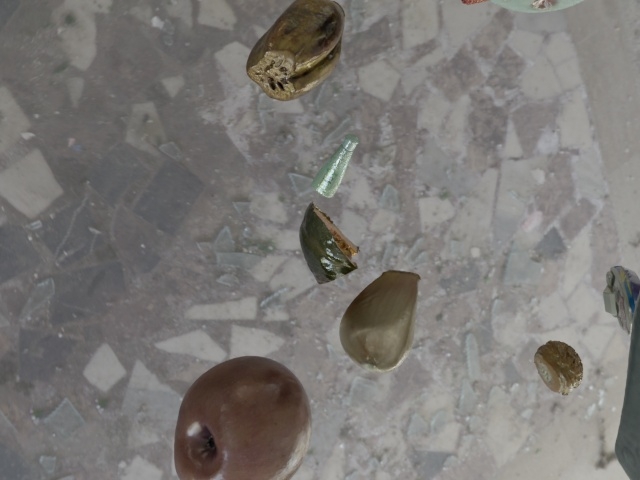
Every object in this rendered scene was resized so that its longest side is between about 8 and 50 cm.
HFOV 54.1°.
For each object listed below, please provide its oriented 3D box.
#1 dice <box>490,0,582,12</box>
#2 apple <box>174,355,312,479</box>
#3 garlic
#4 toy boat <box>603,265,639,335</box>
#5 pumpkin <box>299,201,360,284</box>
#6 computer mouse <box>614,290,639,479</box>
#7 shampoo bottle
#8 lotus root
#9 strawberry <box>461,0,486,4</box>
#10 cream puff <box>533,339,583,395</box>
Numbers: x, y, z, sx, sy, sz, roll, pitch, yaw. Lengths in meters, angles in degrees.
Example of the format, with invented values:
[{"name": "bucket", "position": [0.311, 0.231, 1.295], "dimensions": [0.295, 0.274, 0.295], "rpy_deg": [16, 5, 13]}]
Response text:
[{"name": "dice", "position": [0.520, -0.707, 1.455], "dimensions": [0.267, 0.262, 0.265], "rpy_deg": [5, 83, -20]}, {"name": "apple", "position": [-0.166, 0.388, 1.292], "dimensions": [0.235, 0.305, 0.306], "rpy_deg": [6, 98, -52]}, {"name": "garlic", "position": [0.124, 0.162, 1.261], "dimensions": [0.112, 0.143, 0.318], "rpy_deg": [65, 30, -30]}, {"name": "toy boat", "position": [0.692, 0.144, 1.418], "dimensions": [0.295, 0.088, 0.129], "rpy_deg": [-26, 108, -68]}, {"name": "pumpkin", "position": [-0.003, 0.002, 1.377], "dimensions": [0.111, 0.278, 0.163], "rpy_deg": [-33, 94, 9]}, {"name": "computer mouse", "position": [0.375, 0.156, 0.566], "dimensions": [0.121, 0.188, 0.371], "rpy_deg": [-12, 123, -12]}, {"name": "shampoo bottle", "position": [0.044, -0.197, 1.644], "dimensions": [0.069, 0.191, 0.041], "rpy_deg": [37, 39, 5]}, {"name": "lotus root", "position": [-0.037, -0.442, 1.438], "dimensions": [0.193, 0.193, 0.291], "rpy_deg": [52, 52, -26]}, {"name": "strawberry", "position": [0.337, -0.539, 1.344], "dimensions": [0.083, 0.073, 0.073], "rpy_deg": [14, 94, -5]}, {"name": "cream puff", "position": [0.705, 0.367, 1.843], "dimensions": [0.115, 0.150, 0.165], "rpy_deg": [-25, 139, -11]}]
